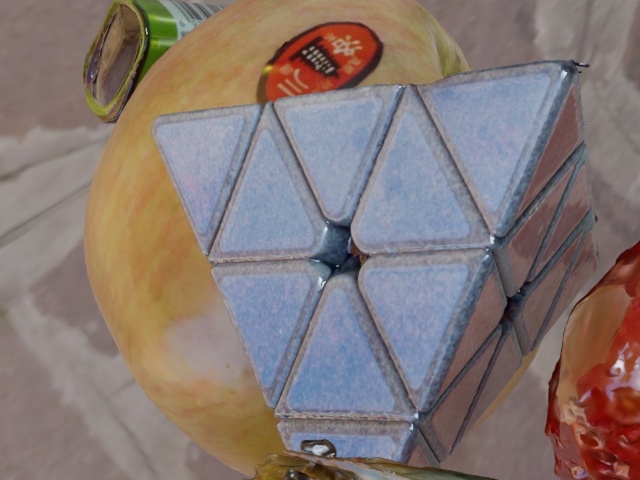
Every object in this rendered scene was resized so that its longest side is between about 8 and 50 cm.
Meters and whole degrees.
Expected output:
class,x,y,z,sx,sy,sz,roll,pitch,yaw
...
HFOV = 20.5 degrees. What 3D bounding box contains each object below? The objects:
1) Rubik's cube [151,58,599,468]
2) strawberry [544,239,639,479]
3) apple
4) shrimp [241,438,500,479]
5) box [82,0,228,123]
class,x,y,z,sx,sy,sz,roll,pitch,yaw
Rubik's cube,0.057,0.009,1.037,0.233,0.228,0.228,-25,112,1
strawberry,0.243,0.073,0.906,0.258,0.261,0.261,30,112,0
apple,0.000,0.000,1.432,0.346,0.391,0.391,-34,94,13
shrimp,0.065,0.143,0.762,0.217,0.051,0.115,17,129,9
box,-0.079,-0.183,1.890,0.097,0.346,0.134,50,127,39
